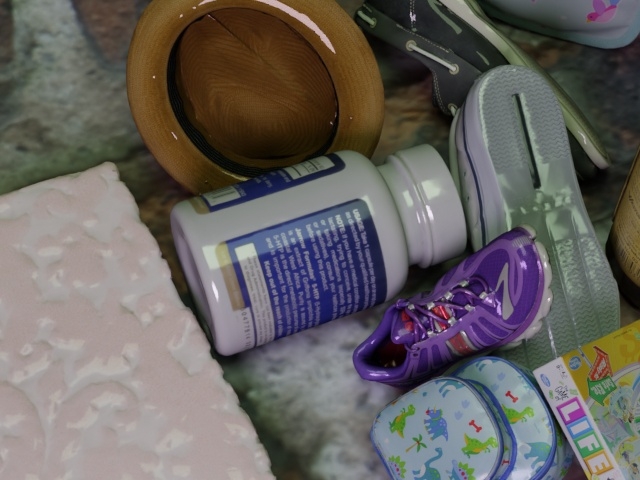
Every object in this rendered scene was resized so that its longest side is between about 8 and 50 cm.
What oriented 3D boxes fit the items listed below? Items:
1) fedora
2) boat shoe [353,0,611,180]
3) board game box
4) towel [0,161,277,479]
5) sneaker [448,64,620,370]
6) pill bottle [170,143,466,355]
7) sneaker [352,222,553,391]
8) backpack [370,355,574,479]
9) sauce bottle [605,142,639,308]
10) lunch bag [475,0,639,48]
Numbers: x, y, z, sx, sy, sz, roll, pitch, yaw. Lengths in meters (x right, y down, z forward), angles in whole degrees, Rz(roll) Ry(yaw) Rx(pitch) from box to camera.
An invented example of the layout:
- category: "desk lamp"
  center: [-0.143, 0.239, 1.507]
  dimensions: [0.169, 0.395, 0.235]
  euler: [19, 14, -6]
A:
- category: "fedora"
  center: [-0.045, -0.115, 1.179]
  dimensions: [0.194, 0.194, 0.079]
  euler: [5, 23, 2]
- category: "boat shoe"
  center: [0.124, -0.121, 1.227]
  dimensions: [0.233, 0.084, 0.079]
  euler: [44, 104, 15]
- category: "board game box"
  center: [0.212, 0.106, 1.050]
  dimensions: [0.154, 0.026, 0.103]
  euler: [-18, 77, -48]
- category: "towel"
  center: [-0.218, 0.129, 1.073]
  dimensions: [0.317, 0.053, 0.332]
  euler: [-22, 63, -14]
- category: "sneaker"
  center: [0.148, 0.008, 1.135]
  dimensions: [0.094, 0.091, 0.258]
  euler: [-4, 81, -9]
- category: "pill bottle"
  center: [0.000, 0.000, 1.119]
  dimensions: [0.186, 0.112, 0.112]
  euler: [-18, 62, -11]
- category: "sneaker"
  center: [0.085, 0.052, 1.060]
  dimensions: [0.071, 0.170, 0.068]
  euler: [4, 53, -42]
- category: "backpack"
  center: [0.098, 0.131, 1.037]
  dimensions: [0.114, 0.084, 0.105]
  euler: [-35, 63, 13]
- category: "sauce bottle"
  center: [0.263, -0.065, 1.029]
  dimensions: [0.111, 0.344, 0.111]
  euler: [1, 63, -1]
- category: "lunch bag"
  center: [0.245, -0.261, 1.211]
  dimensions: [0.262, 0.223, 0.160]
  euler: [-16, 71, -11]
